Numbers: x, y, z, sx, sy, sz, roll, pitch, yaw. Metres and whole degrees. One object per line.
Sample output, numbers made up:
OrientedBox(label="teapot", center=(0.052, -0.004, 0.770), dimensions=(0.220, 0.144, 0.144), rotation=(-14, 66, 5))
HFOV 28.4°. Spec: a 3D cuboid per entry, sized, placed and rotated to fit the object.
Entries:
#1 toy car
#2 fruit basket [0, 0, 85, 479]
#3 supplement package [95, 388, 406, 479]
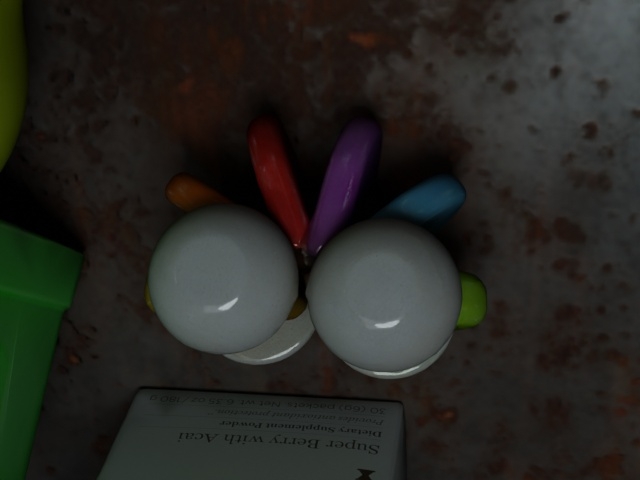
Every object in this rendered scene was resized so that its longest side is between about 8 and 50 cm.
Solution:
OrientedBox(label="toy car", center=(0.000, 0.000, 0.672), dimensions=(0.182, 0.159, 0.136), rotation=(6, 82, 7))
OrientedBox(label="fruit basket", center=(-0.274, -0.025, 0.614), dimensions=(0.283, 0.392, 0.392), rotation=(-6, 116, 12))
OrientedBox(label="supplement package", center=(-0.049, 0.237, 0.703), dimensions=(0.178, 0.293, 0.175), rotation=(2, 118, 7))
